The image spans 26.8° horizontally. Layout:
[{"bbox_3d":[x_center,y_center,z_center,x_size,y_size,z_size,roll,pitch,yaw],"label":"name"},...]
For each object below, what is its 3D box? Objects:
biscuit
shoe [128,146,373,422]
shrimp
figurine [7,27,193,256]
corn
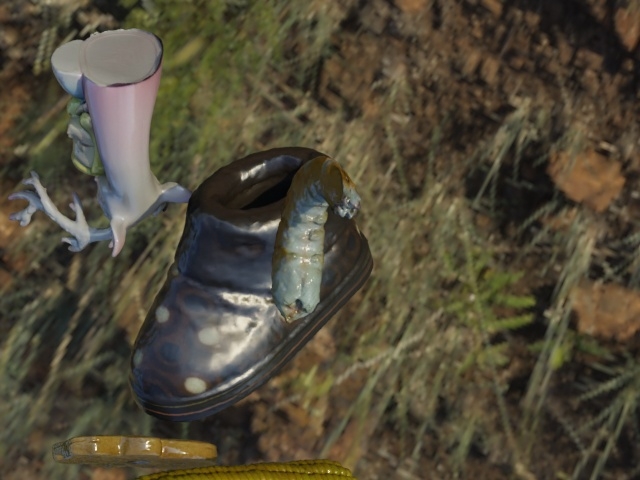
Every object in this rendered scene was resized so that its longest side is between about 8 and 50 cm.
[{"bbox_3d":[-0.232,0.274,1.752,0.225,0.036,0.166,8,161,-27],"label":"biscuit"},{"bbox_3d":[-0.111,0.045,1.725,0.171,0.384,0.237,30,152,47],"label":"shoe"},{"bbox_3d":[0.000,0.000,1.279,0.049,0.161,0.166,7,175,-23],"label":"shrimp"},{"bbox_3d":[-0.285,-0.126,1.826,0.284,0.206,0.315,32,130,42],"label":"figurine"},{"bbox_3d":[-0.099,0.318,1.577,0.120,0.363,0.120,0,89,49],"label":"corn"}]
